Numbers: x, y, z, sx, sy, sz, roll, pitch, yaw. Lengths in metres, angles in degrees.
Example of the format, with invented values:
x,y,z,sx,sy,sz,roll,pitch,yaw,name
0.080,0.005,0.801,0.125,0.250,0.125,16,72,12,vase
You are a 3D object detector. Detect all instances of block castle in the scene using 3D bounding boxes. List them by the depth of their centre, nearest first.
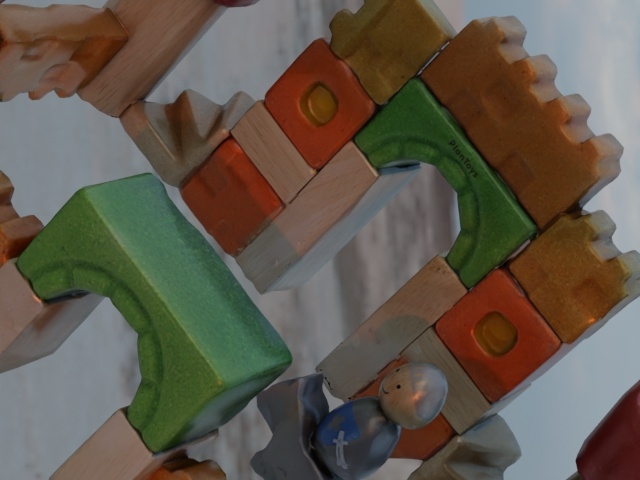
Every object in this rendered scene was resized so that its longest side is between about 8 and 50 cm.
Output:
x,y,z,sx,sy,sz,roll,pitch,yaw,name
0.000,0.000,0.774,0.453,0.213,0.303,52,27,13,block castle
